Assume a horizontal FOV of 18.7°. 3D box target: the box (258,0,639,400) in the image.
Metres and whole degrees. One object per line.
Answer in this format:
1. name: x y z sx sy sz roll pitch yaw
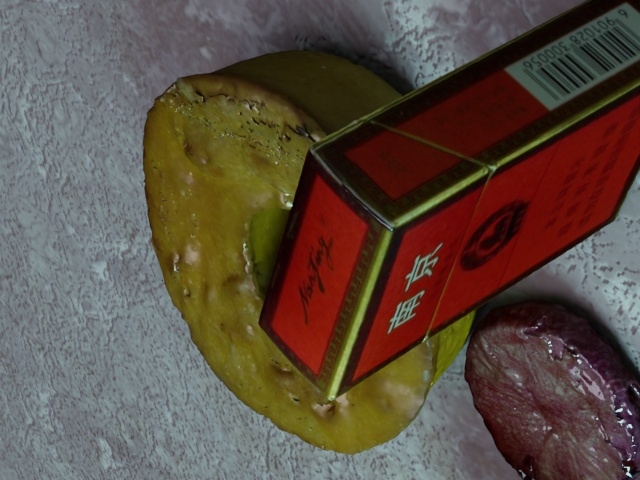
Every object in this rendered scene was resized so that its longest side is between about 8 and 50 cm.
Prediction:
1. box: 0.086 -0.029 1.058 0.074 0.239 0.153 48 145 19

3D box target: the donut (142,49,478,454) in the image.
1. donut: 0.000 -0.002 1.306 0.277 0.108 0.278 31 137 34

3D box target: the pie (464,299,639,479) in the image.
1. pie: 0.153 0.106 1.265 0.154 0.036 0.154 32 138 33
